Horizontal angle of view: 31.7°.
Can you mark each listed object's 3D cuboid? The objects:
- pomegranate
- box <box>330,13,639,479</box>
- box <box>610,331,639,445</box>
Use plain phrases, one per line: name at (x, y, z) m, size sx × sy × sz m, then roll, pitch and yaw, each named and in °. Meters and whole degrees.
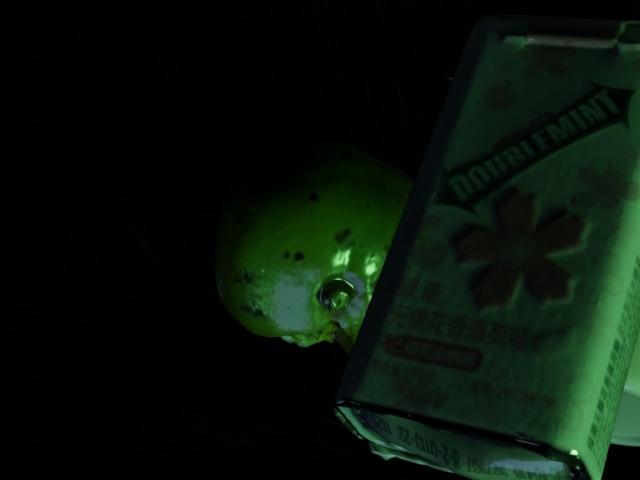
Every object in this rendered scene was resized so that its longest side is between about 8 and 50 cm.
pomegranate at (0.000, 0.000, 1.215) m, size 0.236 × 0.236 × 0.302 m, roll 26°, pitch -170°, yaw -10°
box at (0.157, 0.004, 0.851) m, size 0.190 × 0.369 × 0.112 m, roll 9°, pitch 155°, yaw 29°
box at (0.267, 0.072, 1.109) m, size 0.291 × 0.206 × 0.262 m, roll 1°, pitch 149°, yaw 35°
